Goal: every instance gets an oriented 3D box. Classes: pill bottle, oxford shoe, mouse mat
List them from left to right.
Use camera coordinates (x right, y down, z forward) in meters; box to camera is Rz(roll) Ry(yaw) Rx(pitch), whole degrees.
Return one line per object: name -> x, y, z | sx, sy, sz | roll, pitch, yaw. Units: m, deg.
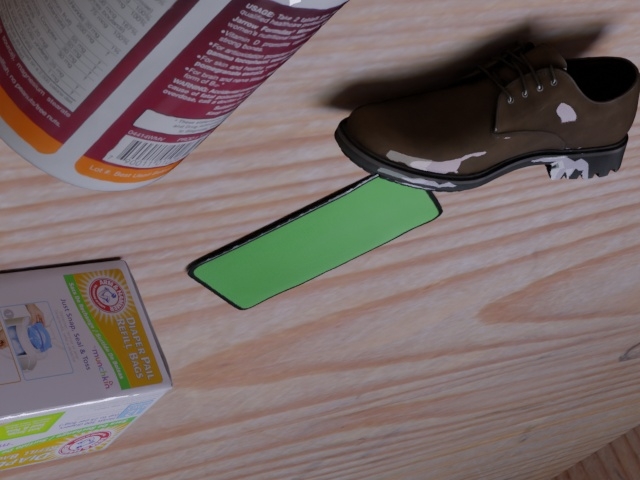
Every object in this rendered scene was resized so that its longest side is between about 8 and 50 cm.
pill bottle -> -0.049, -0.123, 0.628 | 0.121, 0.121, 0.221 | -4, 153, -45
mouse mat -> 0.000, 0.000, 1.199 | 0.190, 0.007, 0.152 | -27, 161, 6
oxford shoe -> 0.112, -0.091, 1.005 | 0.227, 0.083, 0.096 | -10, 135, -29

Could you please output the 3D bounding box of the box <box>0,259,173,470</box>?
box -> -0.221, 0.091, 1.033 | 0.203, 0.103, 0.114 | -7, 155, -40
